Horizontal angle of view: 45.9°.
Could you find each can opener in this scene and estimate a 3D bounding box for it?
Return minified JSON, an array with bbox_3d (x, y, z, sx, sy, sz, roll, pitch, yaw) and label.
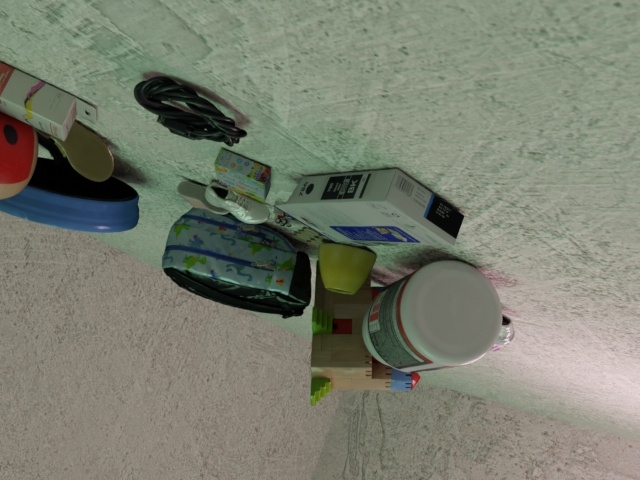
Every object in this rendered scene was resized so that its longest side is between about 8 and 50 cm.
[{"bbox_3d":[-0.634,-0.235,1.772,0.059,0.073,0.186,60,-174,32],"label":"can opener"}]

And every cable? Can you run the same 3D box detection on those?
[{"bbox_3d":[-0.200,-0.203,1.190,0.185,0.047,0.150,22,163,13],"label":"cable"}]

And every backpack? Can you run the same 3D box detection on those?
[{"bbox_3d":[-0.216,0.057,1.896,0.356,0.273,0.290,2,173,-11],"label":"backpack"}]

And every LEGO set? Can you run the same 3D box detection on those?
[{"bbox_3d":[0.014,-0.037,1.543,0.244,0.060,0.182,15,172,-28],"label":"LEGO set"}]

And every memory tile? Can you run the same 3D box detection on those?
[{"bbox_3d":[0.000,0.000,1.758,0.113,0.012,0.148,24,167,-12],"label":"memory tile"}]

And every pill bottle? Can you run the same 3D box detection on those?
[{"bbox_3d":[0.218,0.174,1.616,0.210,0.210,0.363,24,163,-8],"label":"pill bottle"}]

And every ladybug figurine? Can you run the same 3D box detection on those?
[{"bbox_3d":[-0.724,-0.222,1.487,0.305,0.162,0.449,46,-165,9],"label":"ladybug figurine"}]

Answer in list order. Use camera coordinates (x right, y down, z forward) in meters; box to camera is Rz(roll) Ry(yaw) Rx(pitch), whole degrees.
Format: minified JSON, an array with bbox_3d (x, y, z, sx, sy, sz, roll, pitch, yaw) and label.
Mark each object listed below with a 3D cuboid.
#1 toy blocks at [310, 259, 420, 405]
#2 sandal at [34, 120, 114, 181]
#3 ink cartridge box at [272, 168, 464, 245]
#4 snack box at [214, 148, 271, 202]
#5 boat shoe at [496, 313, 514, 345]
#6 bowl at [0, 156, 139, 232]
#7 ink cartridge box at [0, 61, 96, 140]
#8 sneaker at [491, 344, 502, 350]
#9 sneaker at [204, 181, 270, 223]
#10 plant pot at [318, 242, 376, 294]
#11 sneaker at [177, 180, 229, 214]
[{"bbox_3d":[0.113,0.224,1.882,0.261,0.381,0.190,0,137,3],"label":"toy blocks"},{"bbox_3d":[-0.535,-0.226,1.623,0.079,0.088,0.240,52,-178,39],"label":"sandal"},{"bbox_3d":[0.071,-0.053,1.300,0.165,0.065,0.333,30,164,-32],"label":"ink cartridge box"},{"bbox_3d":[-0.147,-0.121,1.438,0.100,0.037,0.141,21,167,0],"label":"snack box"},{"bbox_3d":[0.349,0.168,1.774,0.226,0.083,0.075,17,139,23],"label":"boat shoe"},{"bbox_3d":[-0.631,-0.122,1.836,0.391,0.077,0.391,16,-168,-4],"label":"bowl"},{"bbox_3d":[-0.535,-0.256,1.451,0.198,0.067,0.115,24,167,-11],"label":"ink cartridge box"},{"bbox_3d":[0.418,0.251,1.955,0.105,0.095,0.236,3,172,-3],"label":"sneaker"},{"bbox_3d":[-0.181,-0.080,1.633,0.152,0.053,0.061,23,165,-1],"label":"sneaker"},{"bbox_3d":[0.053,0.069,1.716,0.134,0.095,0.134,11,169,2],"label":"plant pot"},{"bbox_3d":[-0.256,-0.092,1.718,0.134,0.051,0.070,23,170,12],"label":"sneaker"}]
